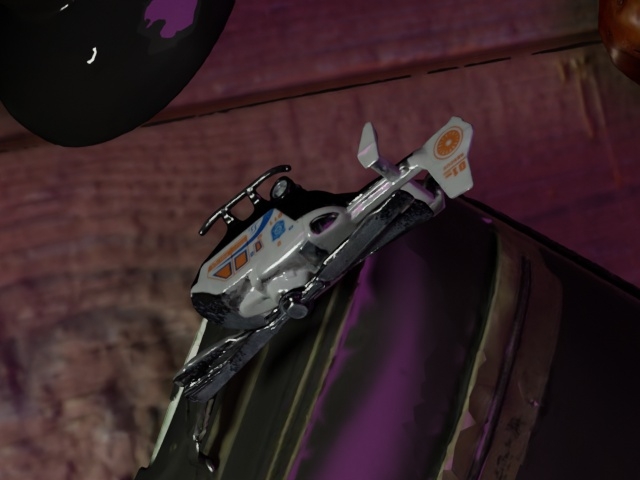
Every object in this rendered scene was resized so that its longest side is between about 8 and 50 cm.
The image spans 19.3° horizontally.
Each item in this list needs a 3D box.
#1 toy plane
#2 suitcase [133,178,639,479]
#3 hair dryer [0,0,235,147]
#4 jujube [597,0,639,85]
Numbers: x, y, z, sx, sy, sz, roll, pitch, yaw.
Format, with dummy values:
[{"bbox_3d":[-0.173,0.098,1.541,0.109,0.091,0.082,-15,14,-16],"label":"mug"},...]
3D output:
[{"bbox_3d":[0.000,-0.001,0.910,0.053,0.197,0.078,36,32,-32],"label":"toy plane"},{"bbox_3d":[0.110,0.160,1.062,0.434,0.194,0.283,29,73,-27],"label":"suitcase"},{"bbox_3d":[-0.170,-0.248,0.907,0.320,0.156,0.284,42,52,-37],"label":"hair dryer"},{"bbox_3d":[0.279,-0.224,1.190,0.197,0.197,0.290,30,81,-28],"label":"jujube"}]
